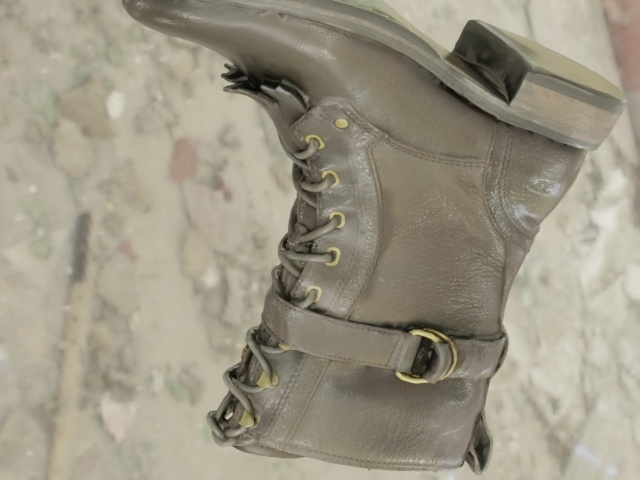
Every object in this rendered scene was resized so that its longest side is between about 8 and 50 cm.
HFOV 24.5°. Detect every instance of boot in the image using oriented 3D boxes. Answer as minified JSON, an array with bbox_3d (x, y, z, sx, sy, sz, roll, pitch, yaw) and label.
[{"bbox_3d":[0.000,0.000,0.670,0.263,0.229,0.091,18,20,-18],"label":"boot"}]
